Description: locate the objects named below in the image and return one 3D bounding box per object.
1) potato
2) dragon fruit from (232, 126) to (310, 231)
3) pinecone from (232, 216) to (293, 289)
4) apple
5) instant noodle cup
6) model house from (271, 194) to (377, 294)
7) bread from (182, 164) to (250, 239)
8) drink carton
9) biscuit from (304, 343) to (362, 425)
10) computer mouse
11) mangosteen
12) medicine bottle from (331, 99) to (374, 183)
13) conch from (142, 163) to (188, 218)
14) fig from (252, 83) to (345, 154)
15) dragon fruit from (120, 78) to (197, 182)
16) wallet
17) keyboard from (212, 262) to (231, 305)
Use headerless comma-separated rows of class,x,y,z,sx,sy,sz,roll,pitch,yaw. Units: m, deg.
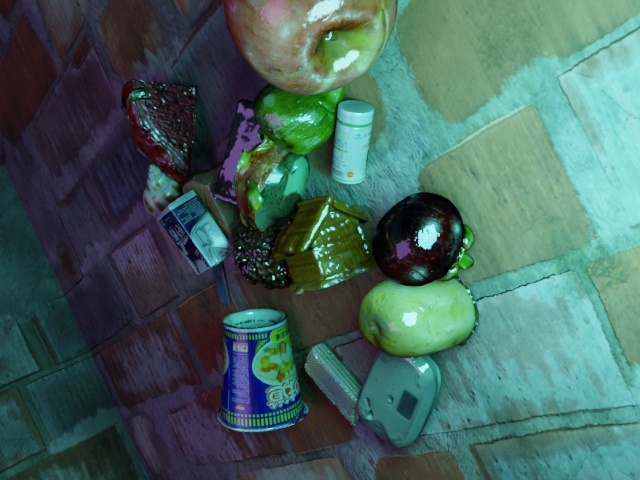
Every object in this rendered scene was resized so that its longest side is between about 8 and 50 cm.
potato,0.199,0.174,1.708,0.286,0.243,0.242,18,121,46
dragon fruit,-0.119,-0.150,1.874,0.130,0.268,0.295,28,137,23
pinecone,-0.131,0.032,2.033,0.229,0.202,0.201,25,153,15
apple,-0.027,-0.494,1.523,0.364,0.364,0.363,25,126,40
instant noodle cup,-0.186,0.380,2.230,0.284,0.284,0.312,9,106,47
model house,0.000,0.002,1.855,0.199,0.220,0.229,-2,108,60
bread,-0.306,-0.116,2.200,0.192,0.110,0.209,-3,118,54
drink carton,-0.369,-0.020,2.181,0.222,0.102,0.134,55,148,-5
biscuit,0.049,0.412,2.115,0.239,0.062,0.108,47,139,24
computer mouse,0.204,0.397,1.905,0.197,0.095,0.330,34,127,21
mangosteen,0.222,0.009,1.608,0.216,0.216,0.216,25,126,40
medicine bottle,0.075,-0.231,1.742,0.086,0.086,0.183,32,130,35
conch,-0.469,-0.133,2.326,0.183,0.275,0.148,-1,70,25
fig,-0.022,-0.326,1.742,0.235,0.203,0.203,-34,81,29
dragon fruit,-0.454,-0.335,2.187,0.240,0.302,0.330,-24,79,18
wallet,-0.192,-0.230,1.991,0.146,0.030,0.285,20,104,13
keyboard,-0.332,0.132,2.447,0.055,0.014,0.176,8,114,46
